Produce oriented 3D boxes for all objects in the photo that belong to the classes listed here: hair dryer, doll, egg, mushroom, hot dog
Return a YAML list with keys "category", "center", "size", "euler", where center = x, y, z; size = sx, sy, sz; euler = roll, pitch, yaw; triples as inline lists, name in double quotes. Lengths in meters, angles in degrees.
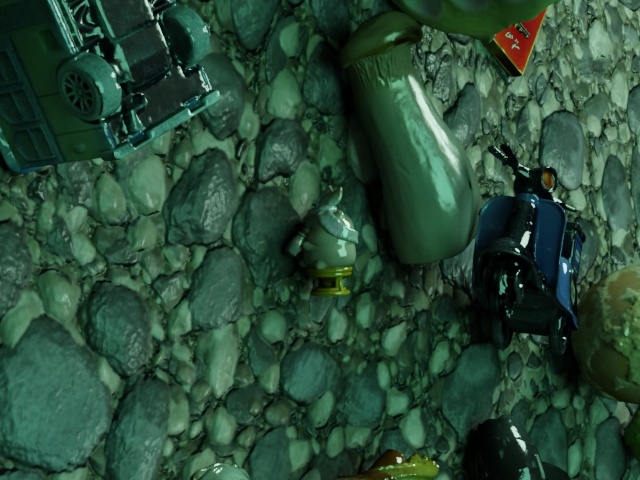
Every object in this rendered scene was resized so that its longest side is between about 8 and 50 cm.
- category: "hair dryer"
  center: [0.309, 0.358, 1.781]
  size: [0.272, 0.091, 0.235]
  euler: [14, 57, -54]
- category: "doll"
  center: [0.000, 0.000, 1.504]
  size: [0.084, 0.073, 0.127]
  euler: [-2, 91, -15]
- category: "egg"
  center: [0.465, 0.133, 1.895]
  size: [0.245, 0.203, 0.203]
  euler: [-28, 108, -55]
- category: "mushroom"
  center: [0.111, -0.122, 1.610]
  size: [0.159, 0.122, 0.328]
  euler: [-83, 154, -69]
- category: "hot dog"
  center: [0.031, 0.311, 1.478]
  size: [0.093, 0.123, 0.261]
  euler: [57, 45, -12]

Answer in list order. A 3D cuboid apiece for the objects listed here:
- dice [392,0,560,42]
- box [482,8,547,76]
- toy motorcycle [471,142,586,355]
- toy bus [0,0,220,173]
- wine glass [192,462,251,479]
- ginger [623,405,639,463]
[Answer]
- category: "dice"
  center: [0.205, -0.418, 1.611]
  size: [0.254, 0.252, 0.249]
  euler: [50, 55, -31]
- category: "box"
  center: [0.272, -0.308, 1.843]
  size: [0.090, 0.023, 0.133]
  euler: [44, 57, -33]
- category: "toy motorcycle"
  center: [0.264, 0.023, 1.676]
  size: [0.358, 0.125, 0.212]
  euler: [41, 56, -67]
- category: "toy bus"
  center: [-0.239, -0.228, 1.169]
  size: [0.152, 0.190, 0.312]
  euler: [-38, 114, -41]
- category: "wine glass"
  center: [-0.043, 0.293, 1.352]
  size: [0.122, 0.183, 0.122]
  euler: [3, 87, -48]
- category: "ginger"
  center: [0.578, 0.275, 2.086]
  size: [0.290, 0.089, 0.137]
  euler: [-4, 72, -43]
